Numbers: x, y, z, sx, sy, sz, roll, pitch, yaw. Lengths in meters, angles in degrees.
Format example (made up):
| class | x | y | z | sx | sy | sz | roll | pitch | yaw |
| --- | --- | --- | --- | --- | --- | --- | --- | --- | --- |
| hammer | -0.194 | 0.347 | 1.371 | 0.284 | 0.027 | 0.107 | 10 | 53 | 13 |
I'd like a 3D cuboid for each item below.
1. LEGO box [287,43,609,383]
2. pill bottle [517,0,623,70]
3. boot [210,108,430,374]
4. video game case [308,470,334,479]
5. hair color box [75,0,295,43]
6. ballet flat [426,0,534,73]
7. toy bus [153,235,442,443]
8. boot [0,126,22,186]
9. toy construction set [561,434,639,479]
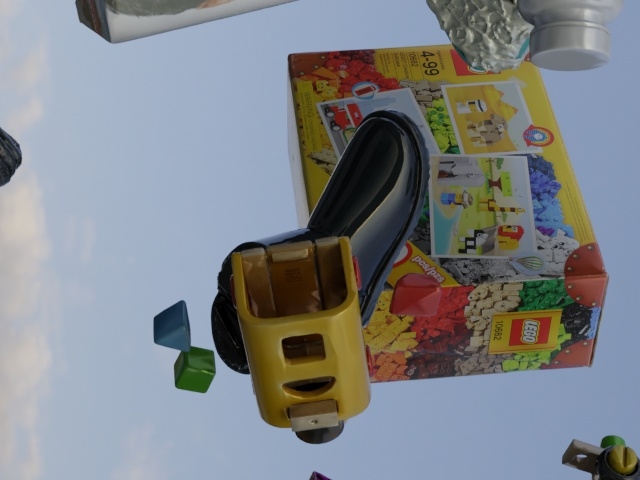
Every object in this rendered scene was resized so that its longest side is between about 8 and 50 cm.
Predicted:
| class | x | y | z | sx | sy | sz | roll | pitch | yaw |
| --- | --- | --- | --- | --- | --- | --- | --- | --- | --- |
| LEGO box | 0.157 | -0.050 | 2.165 | 0.500 | 0.372 | 0.193 | -99 | -173 | -45 |
| pill bottle | 0.261 | -0.278 | 1.610 | 0.112 | 0.112 | 0.187 | 161 | -67 | -64 |
| boot | 0.000 | 0.000 | 1.451 | 0.094 | 0.207 | 0.246 | 27 | -70 | 25 |
| video game case | 0.034 | 0.406 | 1.750 | 0.232 | 0.210 | 0.042 | -62 | -170 | 7 |
| hair color box | -0.046 | -0.317 | 1.404 | 0.113 | 0.374 | 0.185 | -142 | -140 | -59 |
| ballet flat | 0.145 | -0.393 | 1.851 | 0.409 | 0.147 | 0.147 | 55 | -31 | 7 |
| toy bus | -0.010 | 0.095 | 1.169 | 0.191 | 0.202 | 0.104 | -46 | -148 | 29 |
| boot | -0.478 | -0.132 | 1.497 | 0.348 | 0.131 | 0.260 | -2 | -50 | 36 |
| toy construction set | 0.314 | 0.380 | 1.993 | 0.257 | 0.309 | 0.237 | 72 | 22 | -47 |
